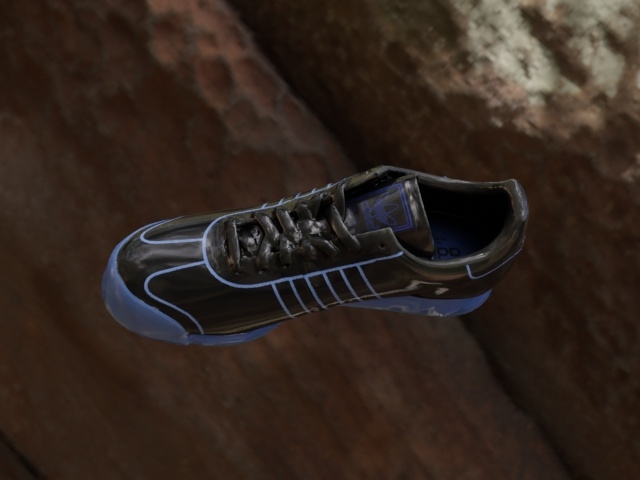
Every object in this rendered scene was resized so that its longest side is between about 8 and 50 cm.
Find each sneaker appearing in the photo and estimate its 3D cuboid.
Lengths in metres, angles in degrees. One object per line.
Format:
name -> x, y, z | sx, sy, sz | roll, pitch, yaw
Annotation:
sneaker -> 0.000, 0.000, 0.662 | 0.090, 0.232, 0.081 | 111, -31, -57
